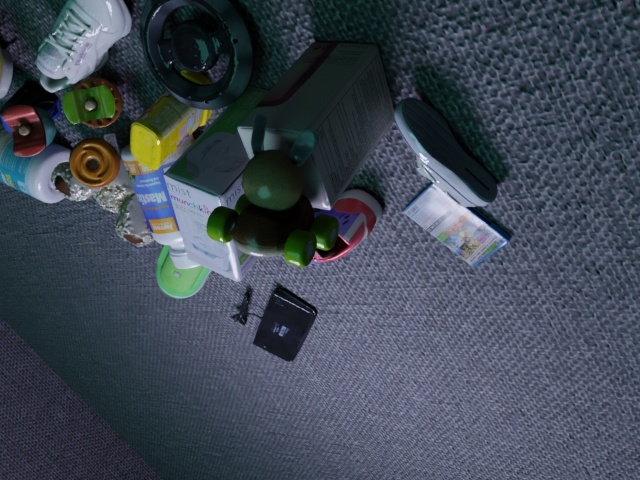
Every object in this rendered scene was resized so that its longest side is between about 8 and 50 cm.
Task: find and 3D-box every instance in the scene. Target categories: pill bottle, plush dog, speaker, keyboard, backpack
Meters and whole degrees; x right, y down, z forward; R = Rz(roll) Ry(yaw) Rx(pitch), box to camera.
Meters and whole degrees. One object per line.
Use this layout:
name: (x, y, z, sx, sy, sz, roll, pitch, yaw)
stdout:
pill bottle: (-0.297, -0.084, 1.643, 0.152, 0.152, 0.271, 2, 118, 41)
plush dog: (-0.456, -0.133, 1.791, 0.262, 0.210, 0.225, 38, 168, -20)
speaker: (-0.312, 0.038, 1.894, 0.131, 0.131, 0.296, 37, 147, -2)
pill bottle: (-0.745, -0.201, 1.971, 0.264, 0.146, 0.146, 23, 145, 21)
keyboard: (-0.126, 0.203, 2.018, 0.202, 0.033, 0.317, 27, 146, 2)
backpack: (-0.666, -0.284, 1.815, 0.098, 0.120, 0.101, 28, 146, 11)

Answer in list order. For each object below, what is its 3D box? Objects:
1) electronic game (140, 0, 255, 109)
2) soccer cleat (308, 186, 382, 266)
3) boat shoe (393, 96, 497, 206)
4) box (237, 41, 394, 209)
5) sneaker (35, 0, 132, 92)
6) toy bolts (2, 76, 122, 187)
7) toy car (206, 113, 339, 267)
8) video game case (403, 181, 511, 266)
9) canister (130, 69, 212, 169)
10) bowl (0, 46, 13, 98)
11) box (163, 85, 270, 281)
electronic game: (-0.214, -0.335, 1.364, 0.229, 0.048, 0.229, 14, 124, 21)
soccer cleat: (0.000, 0.000, 1.565, 0.109, 0.116, 0.318, 43, 146, -11)
boat shoe: (0.184, -0.128, 1.265, 0.226, 0.083, 0.076, 46, 145, -16)
box: (0.001, -0.182, 1.226, 0.127, 0.232, 0.148, 12, 140, 32)
sneaker: (-0.446, -0.374, 1.474, 0.114, 0.152, 0.305, 42, 146, -5)
toy bolts: (-0.514, -0.218, 1.631, 0.229, 0.158, 0.218, -8, 103, -3)
toy car: (-0.059, -0.080, 1.116, 0.155, 0.149, 0.188, 17, 115, 21)
video game case: (0.239, -0.029, 1.403, 0.166, 0.015, 0.119, 38, 147, -3)
canister: (-0.279, -0.226, 1.487, 0.073, 0.170, 0.126, 32, 147, 6)
bowl: (-0.773, -0.380, 1.732, 0.156, 0.289, 0.290, 5, 173, -44)
box: (-0.137, -0.103, 1.429, 0.127, 0.262, 0.231, 21, 145, 22)
